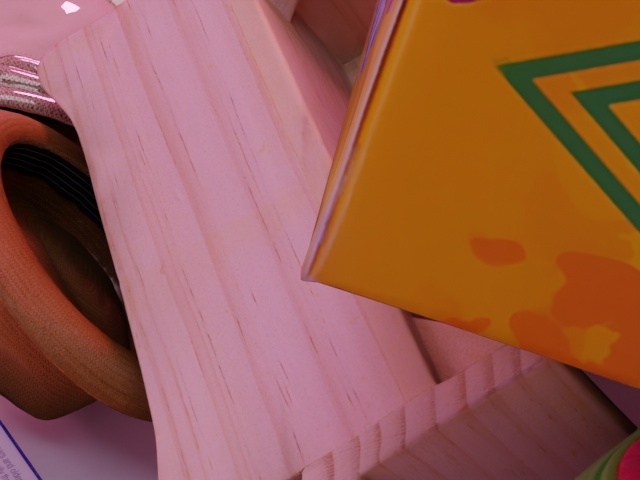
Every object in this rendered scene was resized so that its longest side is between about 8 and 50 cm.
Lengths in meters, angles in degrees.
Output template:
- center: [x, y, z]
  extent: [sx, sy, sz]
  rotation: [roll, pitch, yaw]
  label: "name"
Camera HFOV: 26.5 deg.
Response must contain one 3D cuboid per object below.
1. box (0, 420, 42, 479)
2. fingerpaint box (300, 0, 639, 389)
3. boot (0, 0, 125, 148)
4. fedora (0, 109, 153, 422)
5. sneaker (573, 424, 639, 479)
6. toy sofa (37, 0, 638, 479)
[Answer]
- center: [-0.194, 0.135, 0.605]
  extent: [0.137, 0.072, 0.126]
  rotation: [-29, 53, -22]
  label: "box"
- center: [0.211, -0.080, 0.537]
  extent: [0.371, 0.163, 0.445]
  rotation: [19, 25, -2]
  label: "fingerpaint box"
- center: [-0.222, -0.125, 0.829]
  extent: [0.262, 0.095, 0.203]
  rotation: [11, 49, 1]
  label: "boot"
- center: [-0.137, 0.024, 0.679]
  extent: [0.079, 0.194, 0.194]
  rotation: [-40, 47, 18]
  label: "fedora"
- center: [0.185, 0.153, 0.520]
  extent: [0.483, 0.202, 0.185]
  rotation: [-19, 34, -37]
  label: "sneaker"
- center: [0.000, 0.000, 0.667]
  extent: [0.177, 0.150, 0.362]
  rotation: [-35, 49, 12]
  label: "toy sofa"
